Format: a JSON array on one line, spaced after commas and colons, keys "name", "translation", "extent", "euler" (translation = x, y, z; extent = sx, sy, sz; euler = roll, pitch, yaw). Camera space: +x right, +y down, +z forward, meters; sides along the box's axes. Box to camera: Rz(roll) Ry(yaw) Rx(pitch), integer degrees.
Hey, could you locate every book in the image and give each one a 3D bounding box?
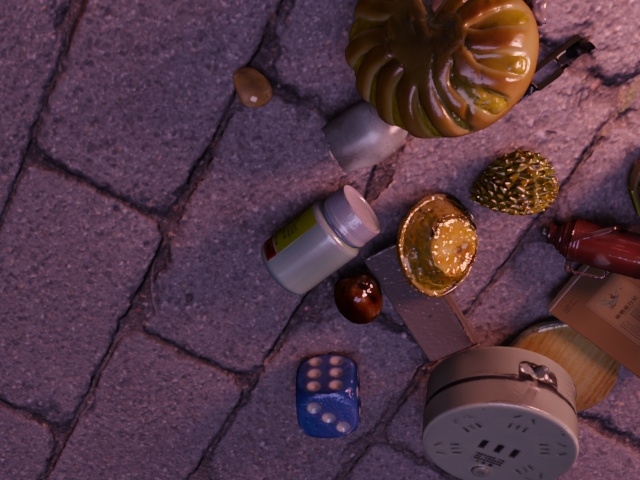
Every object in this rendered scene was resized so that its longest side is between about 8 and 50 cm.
[{"name": "book", "translation": [0.669, 0.151, 1.650], "extent": [0.310, 0.021, 0.217], "euler": [35, 102, -14]}]

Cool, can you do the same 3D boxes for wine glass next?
[{"name": "wine glass", "translation": [0.130, -0.223, 1.451], "extent": [0.241, 0.126, 0.126], "euler": [-25, 114, 12]}]

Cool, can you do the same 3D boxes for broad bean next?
[{"name": "broad bean", "translation": [0.077, 0.127, 1.634], "extent": [0.084, 0.165, 0.114], "euler": [-33, 86, -19]}]

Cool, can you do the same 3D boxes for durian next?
[{"name": "durian", "translation": [0.384, -0.119, 1.494], "extent": [0.186, 0.119, 0.108], "euler": [-1, 122, 5]}]

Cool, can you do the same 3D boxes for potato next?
[{"name": "potato", "translation": [-0.131, -0.293, 1.465], "extent": [0.062, 0.068, 0.083], "euler": [-18, 105, 55]}]

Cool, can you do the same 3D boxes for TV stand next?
[{"name": "TV stand", "translation": [0.401, -0.297, 1.446], "extent": [0.249, 0.036, 0.042], "euler": [-37, 111, 20]}]

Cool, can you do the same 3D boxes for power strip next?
[{"name": "power strip", "translation": [0.398, 0.389, 1.681], "extent": [0.357, 0.162, 0.358], "euler": [7, 134, 7]}]

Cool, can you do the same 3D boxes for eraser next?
[{"name": "eraser", "translation": [0.227, 0.134, 1.661], "extent": [0.111, 0.077, 0.353], "euler": [-26, 114, 19]}]

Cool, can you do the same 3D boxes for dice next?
[{"name": "dice", "translation": [0.017, 0.355, 1.750], "extent": [0.146, 0.143, 0.146], "euler": [-5, 121, 5]}]

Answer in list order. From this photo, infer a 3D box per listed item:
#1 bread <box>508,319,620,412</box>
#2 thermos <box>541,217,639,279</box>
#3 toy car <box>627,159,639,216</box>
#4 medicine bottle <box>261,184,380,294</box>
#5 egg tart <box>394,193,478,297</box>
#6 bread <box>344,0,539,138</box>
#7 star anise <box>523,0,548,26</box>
[{"name": "bread", "translation": [0.544, 0.285, 1.740], "extent": [0.266, 0.040, 0.267], "euler": [1, 117, 3]}, {"name": "thermos", "translation": [0.563, 0.017, 1.547], "extent": [0.231, 0.099, 0.124], "euler": [15, 95, 20]}, {"name": "toy car", "translation": [0.733, -0.090, 1.444], "extent": [0.247, 0.198, 0.204], "euler": [-21, 114, 13]}, {"name": "medicine bottle", "translation": [0.000, 0.000, 1.565], "extent": [0.225, 0.139, 0.139], "euler": [-37, 110, 20]}, {"name": "egg tart", "translation": [0.246, 0.011, 1.538], "extent": [0.212, 0.090, 0.213], "euler": [-3, 96, -30]}, {"name": "bread", "translation": [0.197, -0.325, 1.297], "extent": [0.332, 0.160, 0.333], "euler": [-3, 82, 21]}, {"name": "star anise", "translation": [0.381, -0.492, 1.313], "extent": [0.229, 0.093, 0.237], "euler": [6, 116, 0]}]
